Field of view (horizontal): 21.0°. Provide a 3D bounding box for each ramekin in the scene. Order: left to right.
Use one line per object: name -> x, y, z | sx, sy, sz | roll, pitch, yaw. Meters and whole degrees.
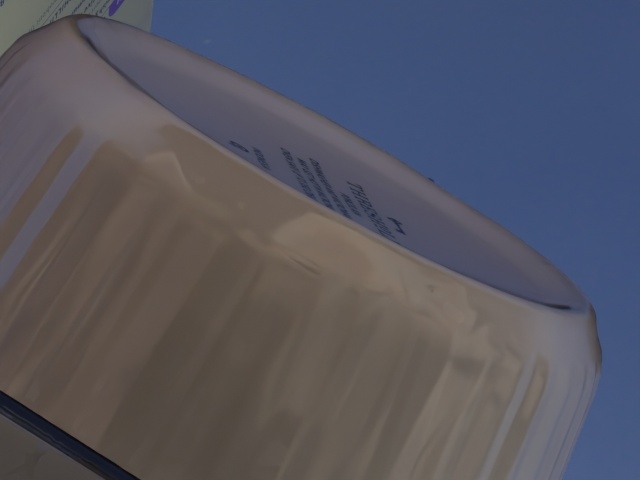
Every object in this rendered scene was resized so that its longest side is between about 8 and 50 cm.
ramekin -> -0.026, 0.025, 0.613 | 0.273, 0.273, 0.127 | 25, -79, -19

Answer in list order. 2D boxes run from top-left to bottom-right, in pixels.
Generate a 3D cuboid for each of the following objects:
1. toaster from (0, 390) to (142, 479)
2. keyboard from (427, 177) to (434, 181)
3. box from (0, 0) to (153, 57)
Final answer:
toaster -> -0.073, 0.134, 0.375 | 0.186, 0.168, 0.110 | 35, -142, -15
keyboard -> 0.000, 0.000, 1.345 | 0.201, 0.317, 0.033 | -41, -115, 19
box -> -0.174, -0.120, 0.809 | 0.117, 0.243, 0.213 | 27, -121, 7
